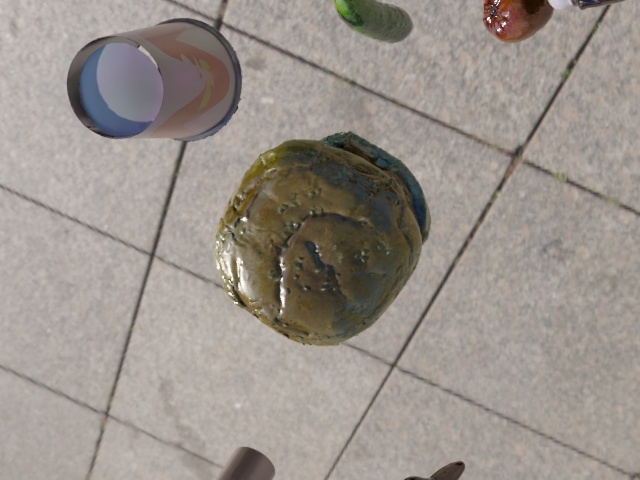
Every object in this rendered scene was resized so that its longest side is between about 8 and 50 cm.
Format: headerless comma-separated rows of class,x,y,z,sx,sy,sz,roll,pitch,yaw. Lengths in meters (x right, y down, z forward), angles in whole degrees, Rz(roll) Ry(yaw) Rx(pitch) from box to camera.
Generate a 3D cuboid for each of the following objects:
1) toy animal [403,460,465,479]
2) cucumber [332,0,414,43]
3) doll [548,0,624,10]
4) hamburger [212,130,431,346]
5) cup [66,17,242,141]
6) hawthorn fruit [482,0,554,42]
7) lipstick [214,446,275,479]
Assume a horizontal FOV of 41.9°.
toy animal,0.159,0.283,0.573,0.185,0.298,0.122,-5,142,-34
cucumber,0.082,-0.313,1.185,0.056,0.250,0.056,2,95,31
doll,0.412,-0.303,0.864,0.310,0.240,0.284,30,96,28
hamburger,-0.001,-0.002,1.129,0.265,0.134,0.285,32,108,4
cup,-0.241,-0.226,1.212,0.203,0.288,0.203,2,103,10
hawthorn fruit,0.251,-0.284,1.025,0.093,0.081,0.081,-8,130,-18
lipstick,-0.148,0.394,1.120,0.070,0.254,0.070,16,132,19
